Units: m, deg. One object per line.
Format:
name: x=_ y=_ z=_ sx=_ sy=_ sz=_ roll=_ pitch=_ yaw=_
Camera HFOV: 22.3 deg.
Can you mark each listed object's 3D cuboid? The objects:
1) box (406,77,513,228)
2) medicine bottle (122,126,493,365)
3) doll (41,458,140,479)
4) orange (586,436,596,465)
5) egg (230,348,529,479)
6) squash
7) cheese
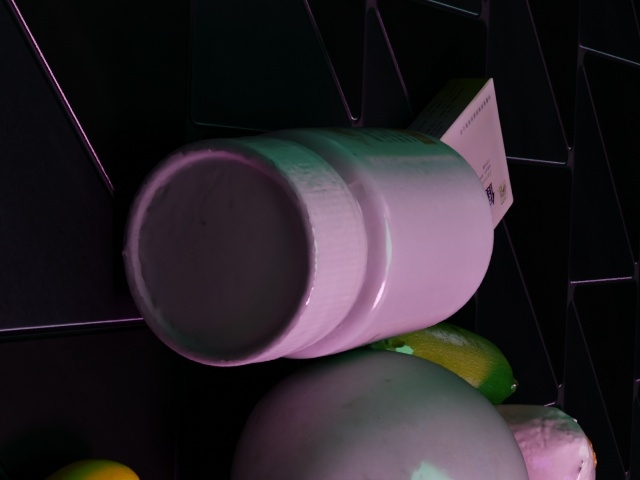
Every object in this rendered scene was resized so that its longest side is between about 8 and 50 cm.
box: x=0.147 y=-0.061 z=1.927 sx=0.260 sy=0.062 sz=0.175 roll=-50 pitch=135 yaw=-49
medicine bottle: x=0.000 y=0.000 z=1.501 sx=0.371 sy=0.211 sz=0.211 roll=-7 pitch=99 yaw=-61
doll: x=-0.190 y=0.298 z=1.285 sx=0.252 sy=0.111 sz=0.237 roll=-13 pitch=89 yaw=-60
orange: x=0.269 y=0.315 z=2.094 sx=0.193 sy=0.161 sz=0.193 roll=7 pitch=90 yaw=-68
egg: x=0.062 y=0.248 z=1.570 sx=0.389 sy=0.276 sz=0.276 roll=42 pitch=56 yaw=-63
squash: x=0.142 y=0.145 z=1.900 sx=0.378 sy=0.101 sz=0.101 roll=21 pitch=74 yaw=-57
cheese: x=0.234 y=0.271 z=1.913 sx=0.189 sy=0.198 sz=0.154 roll=17 pitch=73 yaw=-68
